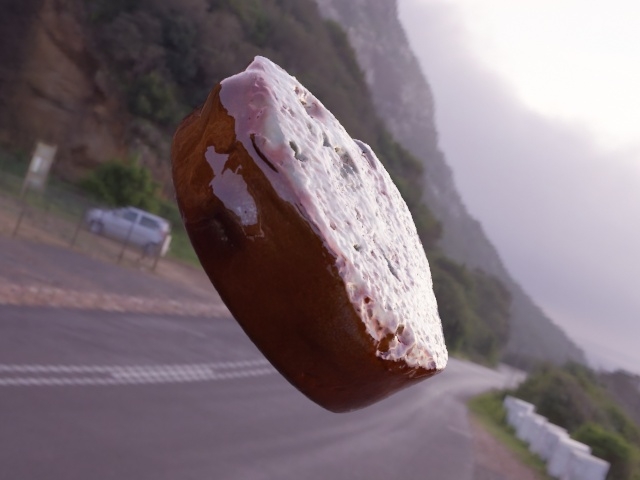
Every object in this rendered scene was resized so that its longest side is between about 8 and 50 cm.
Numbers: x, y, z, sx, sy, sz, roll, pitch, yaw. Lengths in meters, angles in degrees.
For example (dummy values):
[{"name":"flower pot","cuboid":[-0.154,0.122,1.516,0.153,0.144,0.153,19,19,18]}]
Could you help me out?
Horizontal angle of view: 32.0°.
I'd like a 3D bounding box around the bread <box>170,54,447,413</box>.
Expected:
[{"name":"bread","cuboid":[-0.001,0.001,0.998,0.327,0.114,0.295,42,26,-50]}]
